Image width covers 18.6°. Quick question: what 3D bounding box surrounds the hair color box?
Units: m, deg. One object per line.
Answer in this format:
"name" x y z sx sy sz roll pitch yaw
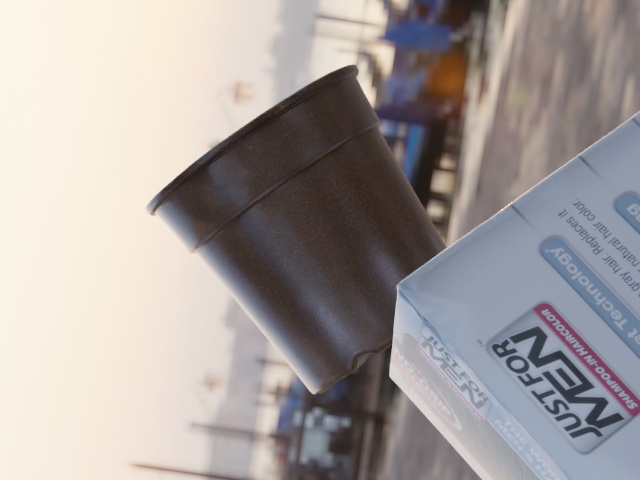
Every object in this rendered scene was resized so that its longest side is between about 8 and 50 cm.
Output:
"hair color box" 0.238 0.011 1.048 0.374 0.185 0.114 -34 -23 -18

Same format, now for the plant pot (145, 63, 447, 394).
"plant pot" 0.000 0.000 1.271 0.165 0.167 0.167 56 176 3
